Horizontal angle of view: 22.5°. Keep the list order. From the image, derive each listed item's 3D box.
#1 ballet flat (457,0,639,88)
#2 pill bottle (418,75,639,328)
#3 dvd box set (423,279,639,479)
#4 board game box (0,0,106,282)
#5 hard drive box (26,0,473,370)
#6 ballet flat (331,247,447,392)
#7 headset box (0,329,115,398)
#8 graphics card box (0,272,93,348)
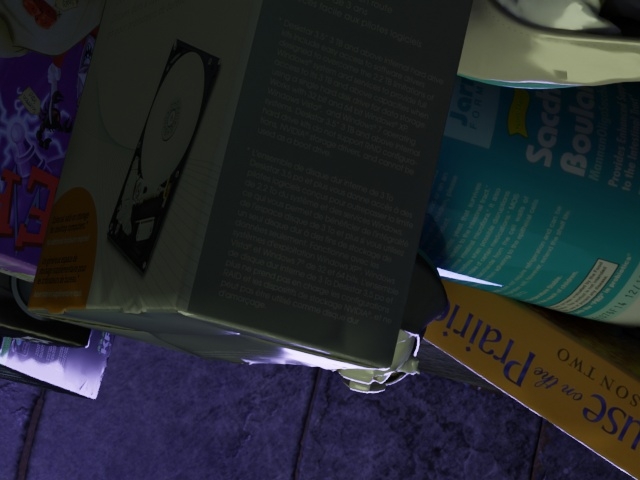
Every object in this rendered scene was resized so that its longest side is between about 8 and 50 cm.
[{"bbox_3d":[0.150,-0.110,0.704,0.248,0.086,0.086,7,170,24],"label":"ballet flat"},{"bbox_3d":[0.085,-0.048,0.912,0.264,0.146,0.146,15,171,-16],"label":"pill bottle"},{"bbox_3d":[0.265,0.093,1.029,0.420,0.062,0.307,33,-156,29],"label":"dvd box set"},{"bbox_3d":[-0.170,-0.103,0.740,0.056,0.208,0.347,8,170,32],"label":"board game box"},{"bbox_3d":[-0.025,-0.072,0.643,0.089,0.232,0.181,18,169,-25],"label":"hard drive box"},{"bbox_3d":[0.031,0.049,0.892,0.074,0.074,0.203,12,169,4],"label":"ballet flat"},{"bbox_3d":[-0.221,-0.032,1.130,0.131,0.246,0.283,12,170,9],"label":"headset box"},{"bbox_3d":[-0.278,-0.094,0.868,0.371,0.233,0.094,18,169,-25],"label":"graphics card box"}]
